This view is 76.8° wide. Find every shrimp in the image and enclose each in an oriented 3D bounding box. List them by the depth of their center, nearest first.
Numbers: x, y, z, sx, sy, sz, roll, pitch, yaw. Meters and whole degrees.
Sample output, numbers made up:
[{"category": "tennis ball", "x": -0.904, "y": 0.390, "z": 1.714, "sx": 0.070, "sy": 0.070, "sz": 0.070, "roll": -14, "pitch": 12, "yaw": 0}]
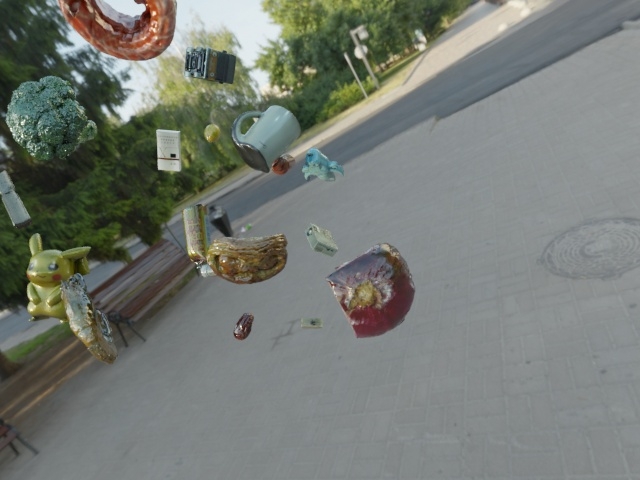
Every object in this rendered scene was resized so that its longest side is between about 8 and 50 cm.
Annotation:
[{"category": "shrimp", "x": -0.538, "y": 0.187, "z": 0.953, "sx": 0.058, "sy": 0.173, "sz": 0.253, "roll": -33, "pitch": 53, "yaw": -16}]

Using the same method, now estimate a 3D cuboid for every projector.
[{"category": "projector", "x": 0.000, "y": 0.000, "z": 1.782, "sx": 0.061, "sy": 0.115, "sz": 0.147, "roll": -52, "pitch": 34, "yaw": 21}]

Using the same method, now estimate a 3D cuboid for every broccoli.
[{"category": "broccoli", "x": -0.859, "y": -0.391, "z": 1.316, "sx": 0.270, "sy": 0.269, "sz": 0.270, "roll": -27, "pitch": -4, "yaw": 16}]

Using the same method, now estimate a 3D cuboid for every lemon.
[{"category": "lemon", "x": -0.440, "y": -0.438, "z": 1.642, "sx": 0.065, "sy": 0.065, "sz": 0.092, "roll": -18, "pitch": 49, "yaw": 36}]

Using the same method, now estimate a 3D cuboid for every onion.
[{"category": "onion", "x": 0.139, "y": 0.129, "z": 1.014, "sx": 0.207, "sy": 0.206, "sz": 0.216, "roll": -31, "pitch": -3, "yaw": 4}]

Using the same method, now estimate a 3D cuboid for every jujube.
[{"category": "jujube", "x": -0.338, "y": 0.381, "z": 1.795, "sx": 0.129, "sy": 0.077, "sz": 0.077, "roll": -63, "pitch": 17, "yaw": 5}]

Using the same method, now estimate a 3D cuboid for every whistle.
[{"category": "whistle", "x": 0.001, "y": -0.331, "z": 1.814, "sx": 0.187, "sy": 0.274, "sz": 0.093, "roll": -5, "pitch": 71, "yaw": 22}]

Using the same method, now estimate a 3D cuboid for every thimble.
[{"category": "thimble", "x": -0.427, "y": -0.524, "z": 0.867, "sx": 0.239, "sy": 0.239, "sz": 0.162, "roll": -25, "pitch": 56, "yaw": 19}]

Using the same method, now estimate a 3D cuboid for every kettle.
[{"category": "kettle", "x": -0.227, "y": -0.407, "z": 1.567, "sx": 0.236, "sy": 0.221, "sz": 0.161, "roll": -55, "pitch": 18, "yaw": -24}]

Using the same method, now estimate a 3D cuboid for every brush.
[{"category": "brush", "x": -0.824, "y": -0.109, "z": 1.076, "sx": 0.043, "sy": 0.036, "sz": 0.248, "roll": -30, "pitch": 55, "yaw": -30}]

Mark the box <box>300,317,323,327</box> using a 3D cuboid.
[{"category": "box", "x": -0.033, "y": 0.306, "z": 1.493, "sx": 0.080, "sy": 0.035, "sz": 0.083, "roll": 1, "pitch": -18, "yaw": -6}]

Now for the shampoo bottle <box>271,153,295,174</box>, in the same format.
[{"category": "shampoo bottle", "x": -0.162, "y": -0.321, "z": 1.712, "sx": 0.086, "sy": 0.085, "sz": 0.244, "roll": -28, "pitch": 10, "yaw": 10}]

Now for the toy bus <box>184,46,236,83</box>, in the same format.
[{"category": "toy bus", "x": -0.503, "y": -0.790, "z": 1.828, "sx": 0.167, "sy": 0.138, "sz": 0.275, "roll": -1, "pitch": 20, "yaw": -36}]

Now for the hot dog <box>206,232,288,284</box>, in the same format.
[{"category": "hot dog", "x": -0.228, "y": 0.059, "z": 1.289, "sx": 0.259, "sy": 0.175, "sz": 0.114, "roll": -7, "pitch": 48, "yaw": -19}]

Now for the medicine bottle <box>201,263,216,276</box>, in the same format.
[{"category": "medicine bottle", "x": -0.479, "y": 0.133, "z": 1.805, "sx": 0.091, "sy": 0.058, "sz": 0.058, "roll": -6, "pitch": 26, "yaw": 20}]

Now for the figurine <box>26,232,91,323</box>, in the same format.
[{"category": "figurine", "x": -1.001, "y": 0.152, "z": 1.535, "sx": 0.218, "sy": 0.326, "sz": 0.169, "roll": 4, "pitch": 16, "yaw": -4}]

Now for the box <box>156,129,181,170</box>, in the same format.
[{"category": "box", "x": -0.598, "y": -0.355, "z": 1.595, "sx": 0.084, "sy": 0.154, "sz": 0.040, "roll": 2, "pitch": 21, "yaw": -9}]

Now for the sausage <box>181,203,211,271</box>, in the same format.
[{"category": "sausage", "x": -0.581, "y": -0.007, "z": 1.899, "sx": 0.125, "sy": 0.317, "sz": 0.117, "roll": -10, "pitch": -8, "yaw": 20}]
